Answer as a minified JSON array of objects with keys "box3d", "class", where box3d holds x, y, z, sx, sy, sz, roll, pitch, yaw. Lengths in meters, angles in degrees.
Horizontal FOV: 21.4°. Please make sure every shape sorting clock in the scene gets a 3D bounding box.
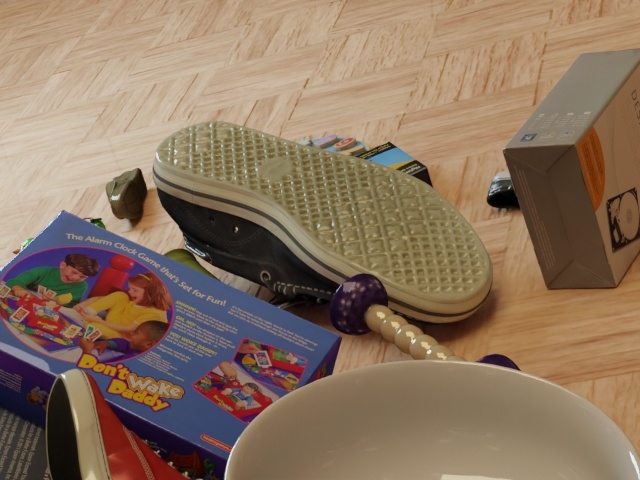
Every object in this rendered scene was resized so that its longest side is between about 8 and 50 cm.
[{"box3d":[-0.031,-0.100,2.357,0.206,0.040,0.206,-17,25,8],"class":"shape sorting clock"}]

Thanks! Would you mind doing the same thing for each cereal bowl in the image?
[{"box3d":[0.091,0.241,1.370,0.339,0.141,0.339,-1,27,1],"class":"cereal bowl"}]

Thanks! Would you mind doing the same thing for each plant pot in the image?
[{"box3d":[-0.158,0.061,2.088,0.083,0.083,0.079,-35,40,-29],"class":"plant pot"}]

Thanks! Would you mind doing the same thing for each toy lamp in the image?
[{"box3d":[0.118,0.116,1.706,0.080,0.080,0.275,-31,40,-22],"class":"toy lamp"}]

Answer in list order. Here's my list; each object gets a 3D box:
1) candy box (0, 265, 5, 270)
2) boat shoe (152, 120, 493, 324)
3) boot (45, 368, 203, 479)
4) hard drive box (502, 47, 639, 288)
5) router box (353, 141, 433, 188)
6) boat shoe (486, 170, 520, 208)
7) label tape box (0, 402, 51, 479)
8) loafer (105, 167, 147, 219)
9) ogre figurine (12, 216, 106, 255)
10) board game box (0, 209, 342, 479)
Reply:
[{"box3d":[-0.372,0.114,2.081,0.165,0.070,0.196,-19,40,3],"class":"candy box"},{"box3d":[0.000,0.000,2.001,0.500,0.156,0.187,22,44,38],"class":"boat shoe"},{"box3d":[-0.154,0.222,1.606,0.176,0.088,0.244,-3,49,-30],"class":"boot"},{"box3d":[0.308,-0.083,1.889,0.089,0.181,0.232,-2,31,34],"class":"hard drive box"},{"box3d":[0.042,-0.059,2.208,0.179,0.046,0.133,-26,25,-12],"class":"router box"},{"box3d":[0.263,-0.057,2.040,0.142,0.049,0.040,1,51,42],"class":"boat shoe"},{"box3d":[-0.302,0.266,1.673,0.348,0.115,0.249,18,25,-7],"class":"label tape box"},{"box3d":[-0.286,-0.062,2.465,0.050,0.056,0.148,-17,14,10],"class":"loafer"},{"box3d":[-0.344,0.044,2.243,0.118,0.097,0.197,-7,58,1],"class":"ogre figurine"},{"box3d":[-0.184,0.120,1.765,0.347,0.078,0.233,24,39,13],"class":"board game box"}]
